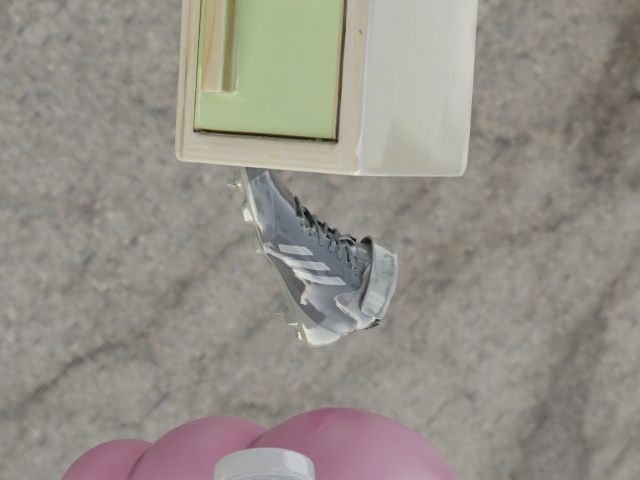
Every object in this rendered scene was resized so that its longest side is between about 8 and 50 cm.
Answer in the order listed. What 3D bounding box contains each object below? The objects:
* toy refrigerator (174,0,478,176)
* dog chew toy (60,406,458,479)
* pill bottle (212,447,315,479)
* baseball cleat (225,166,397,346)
[{"bbox_3d":[0.006,-0.164,0.689,0.094,0.102,0.269,-4,99,-54],"label":"toy refrigerator"},{"bbox_3d":[-0.060,0.224,1.216,0.206,0.332,0.206,1,90,-66],"label":"dog chew toy"},{"bbox_3d":[-0.032,0.206,0.970,0.086,0.152,0.086,-2,147,-1],"label":"pill bottle"},{"bbox_3d":[0.000,0.000,1.284,0.109,0.072,0.206,-17,136,4],"label":"baseball cleat"}]
